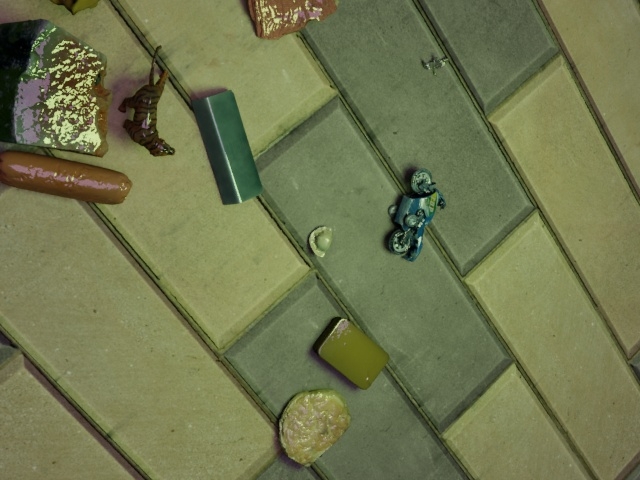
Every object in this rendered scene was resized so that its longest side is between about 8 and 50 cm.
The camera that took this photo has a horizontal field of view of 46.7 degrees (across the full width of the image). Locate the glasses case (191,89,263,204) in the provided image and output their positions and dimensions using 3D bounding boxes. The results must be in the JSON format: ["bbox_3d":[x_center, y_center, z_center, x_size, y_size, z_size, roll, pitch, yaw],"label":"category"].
[{"bbox_3d":[-0.221,-0.226,1.812,0.105,0.056,0.266,-21,105,-19],"label":"glasses case"}]

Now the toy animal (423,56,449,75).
[{"bbox_3d":[0.316,-0.474,2.029,0.084,0.028,0.050,-8,92,-22],"label":"toy animal"}]

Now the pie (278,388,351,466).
[{"bbox_3d":[-0.021,0.492,1.998,0.218,0.052,0.185,-41,112,-11],"label":"pie"}]

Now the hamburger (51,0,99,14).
[{"bbox_3d":[-0.502,-0.630,1.531,0.237,0.276,0.276,45,79,-14],"label":"hamburger"}]

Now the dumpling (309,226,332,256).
[{"bbox_3d":[0.000,-0.001,1.949,0.059,0.043,0.077,17,106,-8],"label":"dumpling"}]

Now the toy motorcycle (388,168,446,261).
[{"bbox_3d":[0.268,-0.067,2.032,0.135,0.092,0.254,15,100,-34],"label":"toy motorcycle"}]

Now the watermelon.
[{"bbox_3d":[-0.582,-0.322,1.589,0.302,0.151,0.264,11,92,-24],"label":"watermelon"}]

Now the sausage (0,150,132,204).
[{"bbox_3d":[-0.568,-0.138,1.656,0.289,0.086,0.086,9,93,-25],"label":"sausage"}]

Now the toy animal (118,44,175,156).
[{"bbox_3d":[-0.392,-0.320,1.692,0.114,0.116,0.255,1,96,-25],"label":"toy animal"}]

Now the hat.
[{"bbox_3d":[-0.082,-0.644,1.787,0.236,0.107,0.286,-31,132,-18],"label":"hat"}]

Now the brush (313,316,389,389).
[{"bbox_3d":[0.083,0.304,2.015,0.197,0.059,0.123,41,83,-22],"label":"brush"}]
